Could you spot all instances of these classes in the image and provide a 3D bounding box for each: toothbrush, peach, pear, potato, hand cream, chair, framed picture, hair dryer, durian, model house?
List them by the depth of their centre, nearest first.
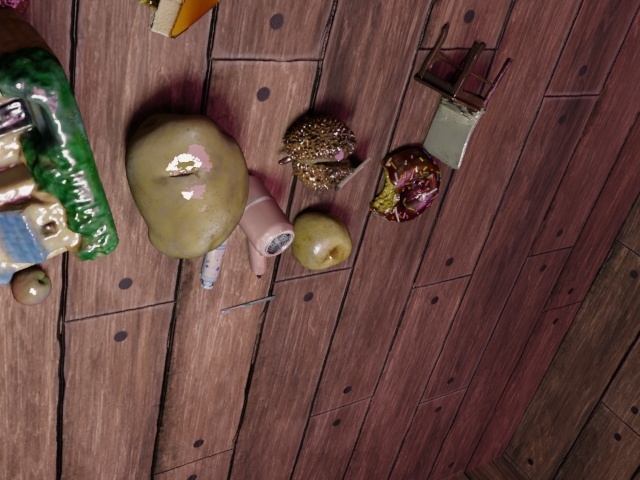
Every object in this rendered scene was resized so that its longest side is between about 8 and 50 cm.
[{"bbox_3d":[-0.579,-0.136,1.167,0.342,0.334,0.382,-24,134,-24],"label":"model house"},{"bbox_3d":[-0.275,-0.121,1.508,0.243,0.221,0.327,-32,126,-27],"label":"potato"},{"bbox_3d":[-0.620,0.100,1.521,0.083,0.083,0.083,-22,135,-24],"label":"peach"},{"bbox_3d":[-0.010,-0.210,1.719,0.195,0.167,0.196,-5,109,-14],"label":"durian"},{"bbox_3d":[-0.147,0.010,1.778,0.106,0.189,0.344,-27,151,-19],"label":"hair dryer"},{"bbox_3d":[-0.268,0.043,1.788,0.065,0.043,0.171,-7,123,-42],"label":"hand cream"},{"bbox_3d":[0.082,-0.170,1.844,0.109,0.011,0.149,-43,-178,-2],"label":"framed picture"},{"bbox_3d":[0.339,-0.366,1.850,0.186,0.160,0.319,9,114,-46],"label":"chair"},{"bbox_3d":[0.000,0.000,1.898,0.167,0.136,0.167,-24,139,-22],"label":"pear"},{"bbox_3d":[-0.200,0.179,1.978,0.167,0.011,0.014,-14,136,-30],"label":"toothbrush"}]

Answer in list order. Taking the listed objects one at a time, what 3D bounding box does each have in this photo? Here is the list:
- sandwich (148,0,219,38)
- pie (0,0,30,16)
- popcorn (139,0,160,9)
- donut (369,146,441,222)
[{"bbox_3d":[-0.238,-0.464,1.328,0.162,0.058,0.193,-21,132,-77],"label":"sandwich"},{"bbox_3d":[-0.552,-0.415,1.174,0.153,0.038,0.154,-23,137,-23],"label":"pie"},{"bbox_3d":[-0.303,-0.466,1.311,0.068,0.060,0.083,41,121,-20],"label":"popcorn"},{"bbox_3d":[0.248,-0.146,2.005,0.216,0.096,0.230,0,122,-39],"label":"donut"}]
